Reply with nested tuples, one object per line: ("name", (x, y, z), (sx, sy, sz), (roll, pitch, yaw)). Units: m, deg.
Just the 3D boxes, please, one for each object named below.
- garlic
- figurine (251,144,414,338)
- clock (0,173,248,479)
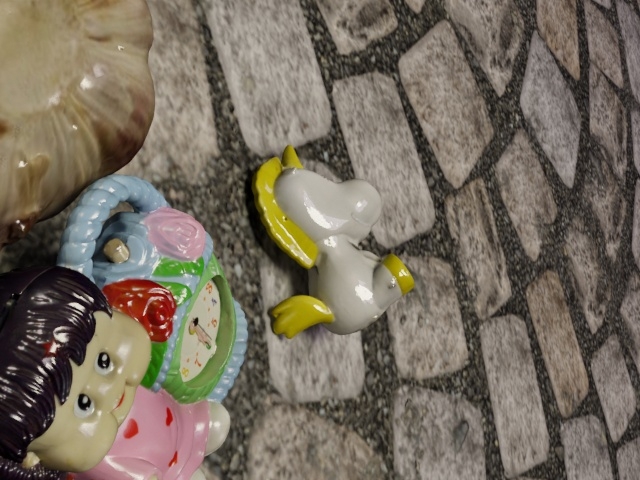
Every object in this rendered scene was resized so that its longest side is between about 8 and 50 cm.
("garlic", (-0.210, -0.114, 0.518), (0.245, 0.161, 0.244), (-20, 115, -50))
("figurine", (0.006, -0.004, 0.838), (0.130, 0.109, 0.178), (-9, 82, -33))
("clock", (-0.125, 0.065, 0.557), (0.195, 0.100, 0.193), (61, 41, -57))
